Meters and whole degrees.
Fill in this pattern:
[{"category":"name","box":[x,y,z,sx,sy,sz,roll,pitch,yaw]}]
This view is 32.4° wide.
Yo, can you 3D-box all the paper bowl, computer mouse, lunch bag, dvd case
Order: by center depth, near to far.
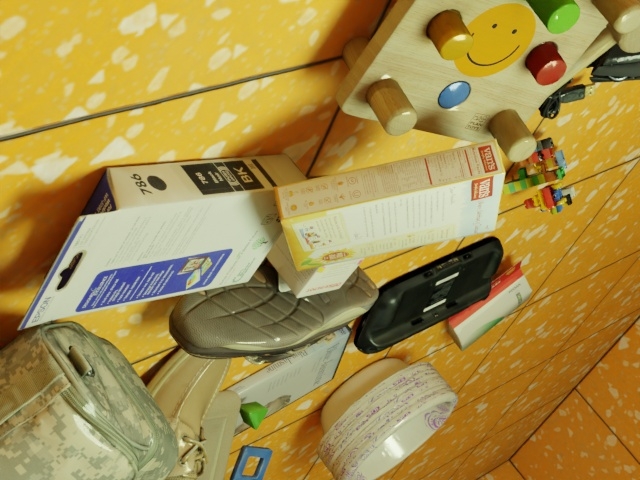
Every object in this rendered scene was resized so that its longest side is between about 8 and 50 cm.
[{"category":"lunch bag","box":[-0.332,0.230,1.147,0.305,0.213,0.256,-37,160,-2]},{"category":"computer mouse","box":[0.420,-0.231,1.530,0.262,0.060,0.184,-22,169,-6]},{"category":"dvd case","box":[-0.067,0.242,1.832,0.253,0.022,0.180,-27,155,-26]},{"category":"paper bowl","box":[0.115,0.337,2.125,0.284,0.148,0.284,-32,156,-16]}]

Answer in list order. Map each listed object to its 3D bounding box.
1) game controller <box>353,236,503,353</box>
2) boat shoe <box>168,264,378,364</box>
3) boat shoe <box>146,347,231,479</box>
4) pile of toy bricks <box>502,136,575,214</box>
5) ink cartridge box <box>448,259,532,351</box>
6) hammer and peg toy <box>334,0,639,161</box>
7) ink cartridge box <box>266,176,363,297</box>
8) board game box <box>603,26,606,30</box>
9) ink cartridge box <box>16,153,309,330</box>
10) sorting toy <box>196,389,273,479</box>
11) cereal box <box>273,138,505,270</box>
[{"category":"game controller","box":[0.193,0.093,1.917,0.319,0.067,0.167,-22,138,-36]},{"category":"boat shoe","box":[-0.063,0.109,1.445,0.355,0.132,0.130,-8,142,-50]},{"category":"boat shoe","box":[-0.202,0.290,1.499,0.341,0.110,0.121,-61,153,0]},{"category":"pile of toy bricks","box":[0.329,-0.092,1.728,0.105,0.118,0.212,-16,-178,19]},{"category":"ink cartridge box","box":[0.333,0.130,2.156,0.181,0.056,0.225,-37,167,-3]},{"category":"hammer and peg toy","box":[0.214,-0.199,1.171,0.361,0.127,0.266,8,132,-39]},{"category":"ink cartridge box","box":[0.000,0.000,1.385,0.092,0.090,0.143,-8,143,-51]},{"category":"board game box","box":[0.366,-0.328,1.381,0.346,0.056,0.208,-14,143,-45]},{"category":"ink cartridge box","box":[-0.166,-0.006,1.157,0.332,0.065,0.165,-11,145,-51]},{"category":"sorting toy","box":[-0.214,0.319,1.632,0.347,0.047,0.196,-2,108,-43]},{"category":"cereal box","box":[0.077,-0.034,1.211,0.240,0.047,0.173,-12,159,0]}]
